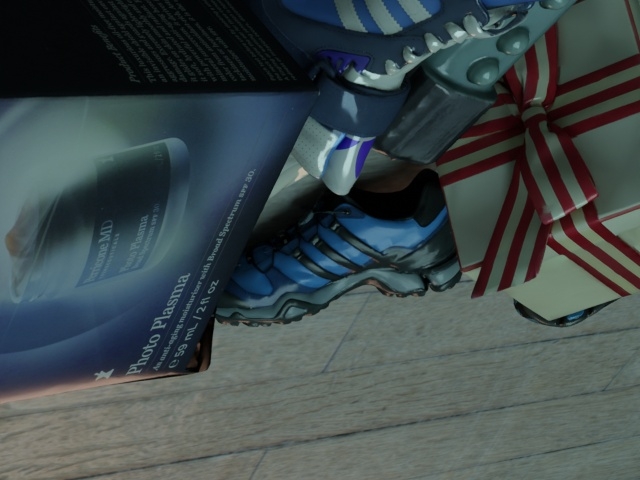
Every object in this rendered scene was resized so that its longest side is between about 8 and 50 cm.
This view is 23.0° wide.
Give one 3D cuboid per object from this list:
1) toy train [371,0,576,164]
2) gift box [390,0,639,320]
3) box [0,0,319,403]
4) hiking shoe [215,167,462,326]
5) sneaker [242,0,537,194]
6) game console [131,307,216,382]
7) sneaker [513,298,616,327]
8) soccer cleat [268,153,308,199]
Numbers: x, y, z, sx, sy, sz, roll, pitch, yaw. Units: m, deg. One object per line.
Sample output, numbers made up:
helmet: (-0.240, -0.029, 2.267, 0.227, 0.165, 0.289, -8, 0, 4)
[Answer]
toy train: (0.120, -0.218, 1.308, 0.142, 0.190, 0.334, 12, 133, -46)
gift box: (0.234, -0.065, 1.536, 0.276, 0.255, 0.258, -26, 152, 20)
box: (-0.207, -0.039, 1.143, 0.294, 0.182, 0.296, -6, 135, -40)
hiking shoe: (0.000, 0.000, 1.662, 0.304, 0.113, 0.132, -12, 116, -11)
sneaker: (0.068, -0.144, 1.206, 0.130, 0.323, 0.236, -24, 122, -55)
game console: (-0.201, 0.023, 1.525, 0.213, 0.044, 0.361, 3, 139, -8)
sneaker: (0.383, -0.002, 1.930, 0.341, 0.125, 0.139, -25, 177, -8)
soccer cleat: (-0.041, -0.079, 1.526, 0.196, 0.068, 0.076, -22, 154, 7)
